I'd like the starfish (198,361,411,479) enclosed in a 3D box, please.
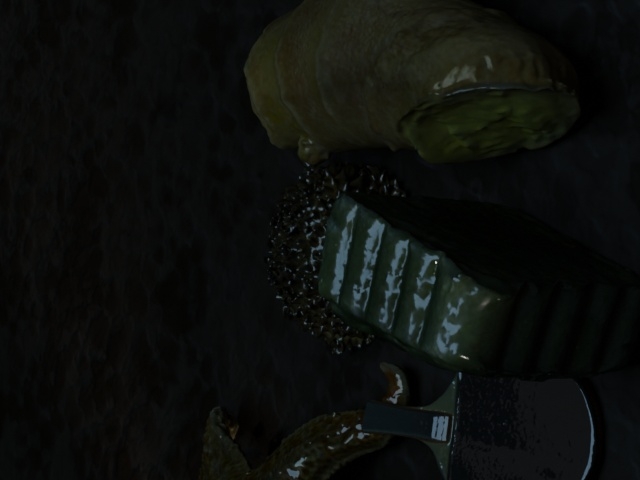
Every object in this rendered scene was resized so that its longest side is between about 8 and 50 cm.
[{"bbox_3d":[-0.042,0.247,1.510,0.375,0.094,0.327,-48,45,22],"label":"starfish"}]

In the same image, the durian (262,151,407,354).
[{"bbox_3d":[0.000,0.000,1.502,0.148,0.091,0.188,-43,51,40],"label":"durian"}]

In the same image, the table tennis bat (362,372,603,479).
[{"bbox_3d":[0.118,0.142,1.361,0.220,0.019,0.130,3,85,43],"label":"table tennis bat"}]

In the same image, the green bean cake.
[{"bbox_3d":[0.114,0.034,1.273,0.185,0.183,0.094,25,106,51],"label":"green bean cake"}]

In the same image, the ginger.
[{"bbox_3d":[0.066,-0.134,1.416,0.354,0.126,0.190,22,92,49],"label":"ginger"}]
